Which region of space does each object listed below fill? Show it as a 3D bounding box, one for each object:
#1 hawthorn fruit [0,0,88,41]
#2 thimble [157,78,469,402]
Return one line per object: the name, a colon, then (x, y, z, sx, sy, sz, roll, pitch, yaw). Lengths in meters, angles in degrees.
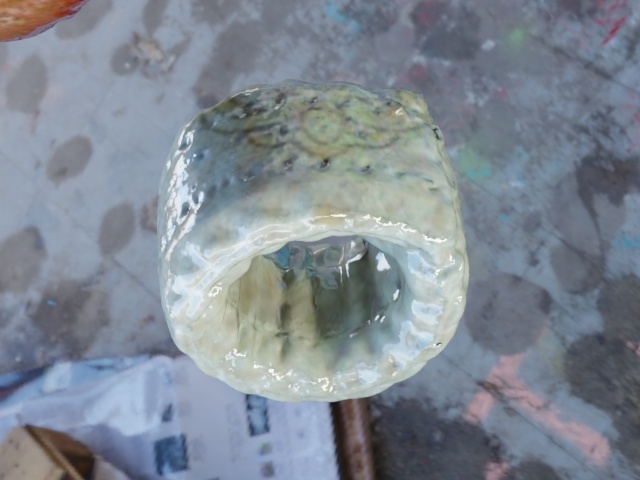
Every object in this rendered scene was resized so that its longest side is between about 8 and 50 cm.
hawthorn fruit: (-0.306, -0.337, 1.104, 0.295, 0.311, 0.295, -13, 53, 17)
thimble: (0.000, 0.000, 1.102, 0.291, 0.291, 0.195, -28, 43, 22)
